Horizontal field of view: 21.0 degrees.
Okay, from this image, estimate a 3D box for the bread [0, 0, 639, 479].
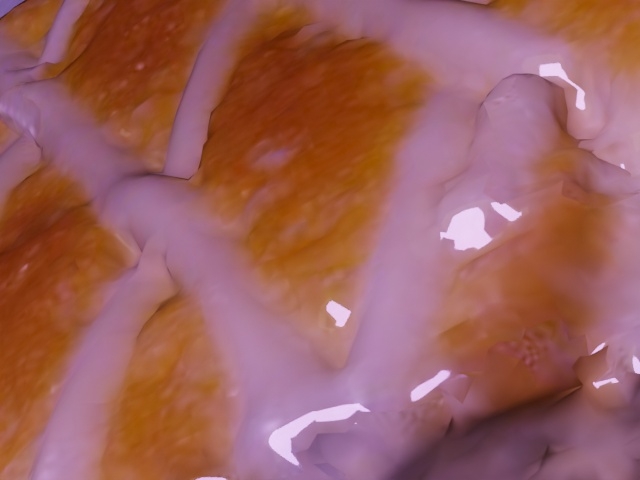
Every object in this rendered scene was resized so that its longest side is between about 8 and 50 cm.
[{"bbox_3d":[0.010,0.050,0.569,0.371,0.279,0.390,-30,31,12],"label":"bread"}]
